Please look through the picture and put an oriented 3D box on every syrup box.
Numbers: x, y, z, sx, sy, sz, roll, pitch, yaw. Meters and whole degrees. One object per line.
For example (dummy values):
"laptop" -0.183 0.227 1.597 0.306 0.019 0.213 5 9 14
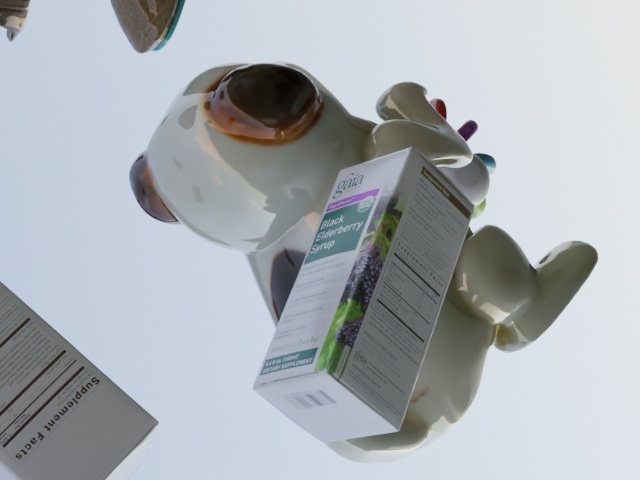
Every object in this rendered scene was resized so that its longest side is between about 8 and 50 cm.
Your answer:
"syrup box" 0.040 0.044 1.416 0.096 0.093 0.237 41 -126 -29

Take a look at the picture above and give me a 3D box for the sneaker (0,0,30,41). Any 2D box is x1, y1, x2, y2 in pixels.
"sneaker" -0.460 -0.289 2.105 0.188 0.071 0.066 6 -152 -21

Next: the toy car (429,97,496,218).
"toy car" 0.144 -0.107 2.122 0.182 0.136 0.159 36 158 -2

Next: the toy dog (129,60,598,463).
"toy dog" 0.000 0.000 1.672 0.408 0.284 0.395 48 -129 -7

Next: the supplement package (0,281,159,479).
"supplement package" -0.373 0.218 2.115 0.293 0.175 0.177 41 155 7

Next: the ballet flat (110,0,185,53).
"ballet flat" -0.183 -0.374 1.789 0.124 0.116 0.342 24 -104 -36
